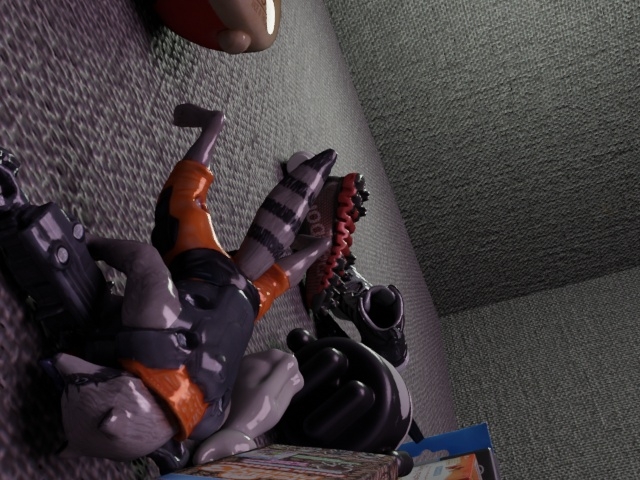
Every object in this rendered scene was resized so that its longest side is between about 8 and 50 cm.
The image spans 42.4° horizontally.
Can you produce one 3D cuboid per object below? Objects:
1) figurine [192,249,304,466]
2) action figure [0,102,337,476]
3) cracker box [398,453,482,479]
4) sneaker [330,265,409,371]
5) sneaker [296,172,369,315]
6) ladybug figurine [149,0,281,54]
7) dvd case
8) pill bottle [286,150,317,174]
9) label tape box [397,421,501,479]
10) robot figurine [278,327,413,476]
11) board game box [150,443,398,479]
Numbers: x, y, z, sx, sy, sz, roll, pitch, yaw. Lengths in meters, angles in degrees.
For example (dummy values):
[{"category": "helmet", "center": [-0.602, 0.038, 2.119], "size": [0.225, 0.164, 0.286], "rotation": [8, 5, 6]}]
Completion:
[{"category": "figurine", "center": [-0.105, 0.147, 0.882], "size": [0.209, 0.092, 0.214], "rotation": [-59, 133, -64]}, {"category": "action figure", "center": [-0.121, 0.020, 0.662], "size": [0.341, 0.179, 0.330], "rotation": [60, 37, -35]}, {"category": "cracker box", "center": [0.121, 0.385, 1.218], "size": [0.156, 0.232, 0.067], "rotation": [10, 64, -77]}, {"category": "sneaker", "center": [0.088, 0.112, 1.554], "size": [0.268, 0.101, 0.153], "rotation": [57, -20, 34]}, {"category": "sneaker", "center": [0.000, 0.000, 1.517], "size": [0.097, 0.135, 0.276], "rotation": [61, 40, -69]}, {"category": "ladybug figurine", "center": [-0.170, -0.440, 1.141], "size": [0.305, 0.162, 0.449], "rotation": [53, 23, -61]}, {"category": "dvd case", "center": [0.088, 0.242, 1.502], "size": [0.253, 0.022, 0.180], "rotation": [47, -9, 41]}, {"category": "pill bottle", "center": [-0.030, -0.143, 1.636], "size": [0.120, 0.067, 0.067], "rotation": [-10, 84, -79]}, {"category": "label tape box", "center": [0.179, 0.446, 1.368], "size": [0.347, 0.249, 0.115], "rotation": [-92, 163, -48]}, {"category": "robot figurine", "center": [0.039, 0.232, 1.182], "size": [0.278, 0.174, 0.209], "rotation": [47, 42, -65]}, {"category": "board game box", "center": [-0.029, 0.309, 0.705], "size": [0.291, 0.141, 0.232], "rotation": [30, 62, -74]}]
